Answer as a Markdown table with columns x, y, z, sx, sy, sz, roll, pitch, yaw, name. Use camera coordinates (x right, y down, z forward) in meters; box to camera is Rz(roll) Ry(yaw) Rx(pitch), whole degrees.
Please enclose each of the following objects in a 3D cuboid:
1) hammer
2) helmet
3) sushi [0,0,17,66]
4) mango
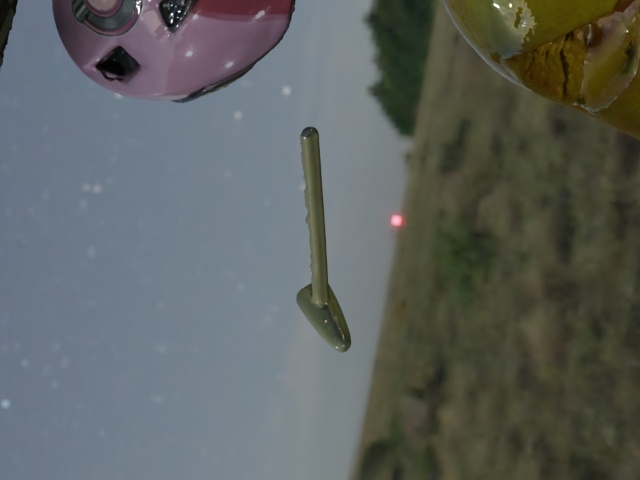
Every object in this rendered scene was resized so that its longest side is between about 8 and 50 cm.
| x | y | z | sx | sy | sz | roll | pitch | yaw | name |
| --- | --- | --- | --- | --- | --- | --- | --- | --- | --- |
| 0.000 | 0.000 | 1.266 | 0.195 | 0.028 | 0.060 | 85 | 160 | -45 | hammer |
| -0.139 | -0.213 | 1.470 | 0.198 | 0.154 | 0.253 | 63 | 159 | 9 | helmet |
| -0.402 | -0.123 | 1.605 | 0.320 | 0.068 | 0.339 | 34 | -111 | -75 | sushi |
| 0.178 | -0.161 | 1.135 | 0.130 | 0.262 | 0.167 | -1 | 61 | 59 | mango |
